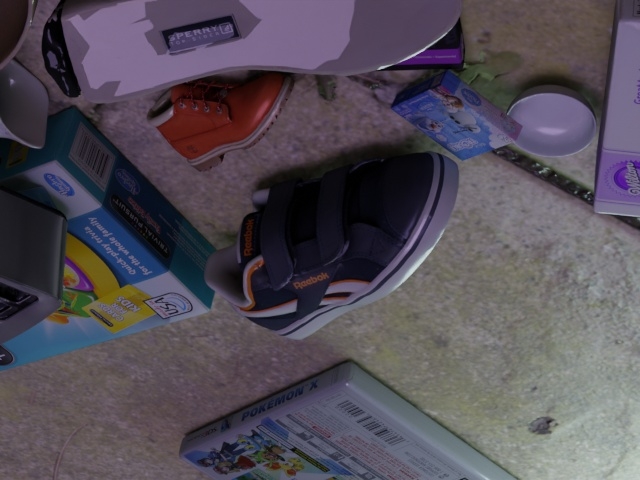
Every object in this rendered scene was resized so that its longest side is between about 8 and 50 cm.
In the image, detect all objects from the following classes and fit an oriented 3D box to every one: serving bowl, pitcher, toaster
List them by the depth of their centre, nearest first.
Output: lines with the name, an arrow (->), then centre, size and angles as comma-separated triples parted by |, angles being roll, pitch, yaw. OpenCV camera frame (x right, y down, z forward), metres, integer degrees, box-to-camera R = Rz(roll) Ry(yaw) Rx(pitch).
serving bowl -> 0.209, -0.113, 1.497 | 0.083, 0.027, 0.083 | 7, 140, 6
pitcher -> -0.381, -0.139, 1.544 | 0.207, 0.125, 0.177 | -9, 141, 12
toaster -> -0.346, 0.022, 1.588 | 0.168, 0.110, 0.186 | -27, 143, 35

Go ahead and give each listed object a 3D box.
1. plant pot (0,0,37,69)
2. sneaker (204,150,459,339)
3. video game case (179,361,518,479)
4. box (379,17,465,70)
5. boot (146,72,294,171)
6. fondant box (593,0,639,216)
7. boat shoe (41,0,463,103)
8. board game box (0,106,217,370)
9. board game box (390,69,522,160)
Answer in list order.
plant pot -> -0.339, -0.281, 1.304 | 0.284, 0.191, 0.284 | 8, 141, 6
sneaker -> 0.000, 0.000, 1.611 | 0.127, 0.126, 0.321 | 24, 141, -24
video game case -> 0.044, 0.285, 2.020 | 0.329, 0.036, 0.300 | 36, 135, -28
box -> 0.057, -0.211, 1.417 | 0.116, 0.029, 0.162 | 0, 141, 14
boot -> -0.095, -0.124, 1.541 | 0.084, 0.059, 0.158 | 40, 135, -24
fondant box -> 0.406, -0.115, 1.392 | 0.330, 0.096, 0.238 | 7, 141, 8
boat shoe -> -0.054, -0.214, 1.357 | 0.341, 0.158, 0.127 | -6, 126, 7
board game box -> -0.313, 0.014, 1.746 | 0.336, 0.079, 0.254 | -17, 133, 31
board game box -> 0.122, -0.112, 1.499 | 0.090, 0.020, 0.090 | 34, 157, -18
